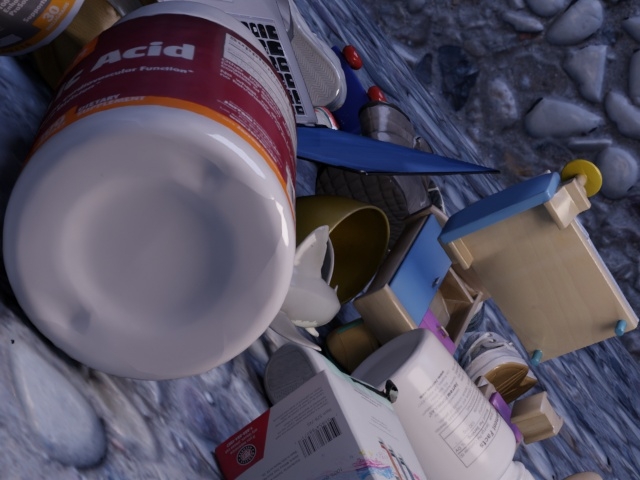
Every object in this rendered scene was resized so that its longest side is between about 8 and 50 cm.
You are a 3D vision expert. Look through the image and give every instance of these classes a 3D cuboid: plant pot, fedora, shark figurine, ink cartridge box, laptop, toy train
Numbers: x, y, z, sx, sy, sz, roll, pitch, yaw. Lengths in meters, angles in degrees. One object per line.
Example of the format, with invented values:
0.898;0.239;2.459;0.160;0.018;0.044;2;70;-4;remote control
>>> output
0.000;0.000;1.945;0.095;0.134;0.134;32;0;33;plant pot
-0.228;-0.193;1.643;0.194;0.194;0.079;52;48;-6;fedora
-0.016;0.034;1.690;0.166;0.116;0.278;26;8;26;shark figurine
0.018;0.227;1.400;0.127;0.128;0.176;38;22;-49;ink cartridge box
-0.026;-0.225;1.968;0.382;0.236;0.408;-4;74;-62;laptop
0.028;-0.252;2.687;0.248;0.105;0.143;60;5;26;toy train

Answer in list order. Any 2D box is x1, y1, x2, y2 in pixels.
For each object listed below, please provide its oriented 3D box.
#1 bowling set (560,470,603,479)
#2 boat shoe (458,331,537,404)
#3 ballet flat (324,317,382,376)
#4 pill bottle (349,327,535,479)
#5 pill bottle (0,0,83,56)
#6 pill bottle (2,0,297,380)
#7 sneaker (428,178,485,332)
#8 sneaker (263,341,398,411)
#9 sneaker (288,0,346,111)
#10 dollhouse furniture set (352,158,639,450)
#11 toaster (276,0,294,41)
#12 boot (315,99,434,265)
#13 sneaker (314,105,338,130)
0.317;0.434;1.934;0.200;0.154;0.287;66;-2;-49;bowling set
0.229;0.173;2.315;0.096;0.098;0.277;57;5;15;boat shoe
0.096;0.164;1.929;0.232;0.073;0.080;42;16;-39;ballet flat
0.134;0.218;1.800;0.229;0.131;0.131;51;14;-11;pill bottle
-0.323;-0.261;1.397;0.162;0.162;0.278;58;15;19;pill bottle
-0.131;-0.065;1.425;0.224;0.224;0.392;49;14;-18;pill bottle
0.161;0.023;2.487;0.122;0.110;0.283;65;2;-54;sneaker
0.053;0.213;1.606;0.151;0.094;0.256;29;25;-46;sneaker
-0.063;-0.315;2.551;0.292;0.108;0.169;57;5;6;sneaker
0.244;0.057;1.860;0.286;0.303;0.198;54;35;-15;dollhouse furniture set
-0.128;-0.317;2.259;0.146;0.129;0.227;40;23;-32;toaster
0.074;-0.104;2.316;0.338;0.118;0.223;53;28;-57;boot
0.009;-0.123;2.412;0.075;0.057;0.161;-8;63;-54;sneaker
